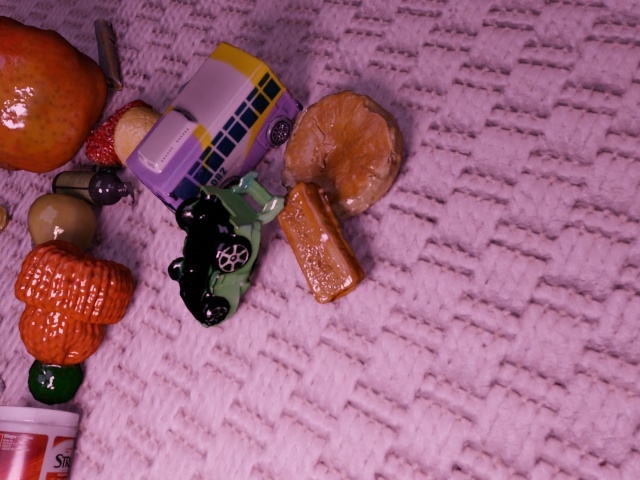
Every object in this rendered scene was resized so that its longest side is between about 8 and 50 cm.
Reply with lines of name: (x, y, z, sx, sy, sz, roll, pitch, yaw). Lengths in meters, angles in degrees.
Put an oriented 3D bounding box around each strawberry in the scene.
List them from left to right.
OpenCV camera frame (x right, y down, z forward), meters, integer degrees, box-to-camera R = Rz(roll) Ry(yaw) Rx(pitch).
strawberry: (-0.634, -0.325, 1.757, 0.188, 0.106, 0.286, 21, 78, 29)

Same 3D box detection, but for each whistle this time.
whistle: (-0.732, -0.635, 1.962, 0.067, 0.057, 0.327, -4, 59, -23)

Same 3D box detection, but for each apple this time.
apple: (-0.740, -0.044, 1.643, 0.199, 0.200, 0.200, -10, 65, 22)

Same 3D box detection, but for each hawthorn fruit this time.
hawthorn fruit: (-0.909, -0.429, 1.745, 0.471, 0.472, 0.472, -10, 65, 22)

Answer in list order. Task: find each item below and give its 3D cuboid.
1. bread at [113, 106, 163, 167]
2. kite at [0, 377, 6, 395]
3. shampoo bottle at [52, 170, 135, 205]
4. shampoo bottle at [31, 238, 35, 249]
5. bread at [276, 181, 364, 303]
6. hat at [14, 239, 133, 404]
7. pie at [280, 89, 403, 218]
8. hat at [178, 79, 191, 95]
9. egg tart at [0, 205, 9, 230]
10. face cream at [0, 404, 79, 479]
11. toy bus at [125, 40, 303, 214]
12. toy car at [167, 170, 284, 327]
bread: (-0.493, -0.286, 1.639, 0.170, 0.197, 0.197, 17, 77, 18)
kite: (-1.026, 0.395, 1.690, 0.169, 0.015, 0.310, -44, 60, 2)
shampoo bottle: (-0.667, -0.155, 1.703, 0.283, 0.101, 0.101, 4, 71, 27)
shampoo bottle: (-0.823, 0.078, 1.702, 0.063, 0.057, 0.208, -31, 58, 10)
bread: (-0.001, 0.000, 1.293, 0.139, 0.077, 0.271, -37, 71, 28)
hat: (-0.673, 0.205, 1.454, 0.285, 0.285, 0.401, 27, 87, 32)
pie: (0.047, -0.212, 1.394, 0.339, 0.083, 0.340, -9, 68, 24)
hat: (-0.315, -0.433, 1.674, 0.190, 0.078, 0.138, -21, 68, -5)
egg tart: (-1.065, -0.064, 1.888, 0.105, 0.039, 0.105, -10, 65, 22)
face cream: (-0.705, 0.505, 1.378, 0.200, 0.201, 0.187, -5, 66, 23)
toy bus: (-0.282, -0.266, 1.479, 0.209, 0.249, 0.440, 36, 87, 33)
toy car: (-0.228, 0.025, 1.349, 0.213, 0.176, 0.359, 41, 126, 40)
